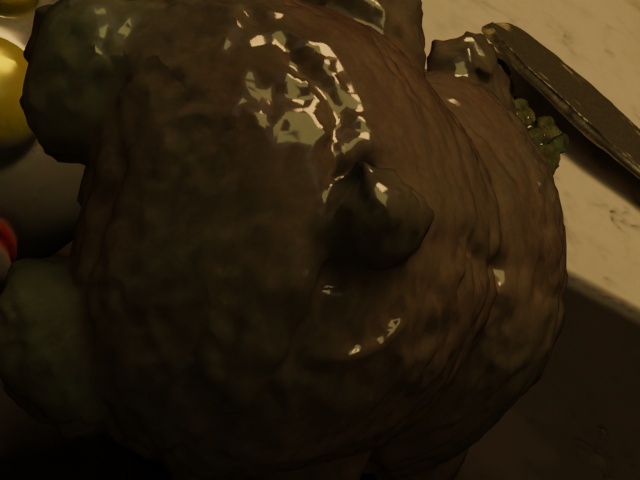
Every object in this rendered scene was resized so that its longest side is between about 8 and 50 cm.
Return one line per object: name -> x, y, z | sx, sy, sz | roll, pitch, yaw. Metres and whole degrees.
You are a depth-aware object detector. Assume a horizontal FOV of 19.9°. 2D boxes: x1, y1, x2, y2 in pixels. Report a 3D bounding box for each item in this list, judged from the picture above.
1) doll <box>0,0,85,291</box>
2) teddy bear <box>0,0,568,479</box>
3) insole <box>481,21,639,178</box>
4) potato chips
doll -> -0.190, -0.064, 0.651 | 0.336, 0.105, 0.200 | 16, 45, -28
teddy bear -> 0.000, 0.000, 0.650 | 0.151, 0.236, 0.267 | 10, 2, 19
insole -> 0.190, -0.046, 1.074 | 0.248, 0.011, 0.081 | 44, 22, 11
potato chips -> 0.092, -0.056, 0.985 | 0.092, 0.028, 0.207 | 24, 25, 16
